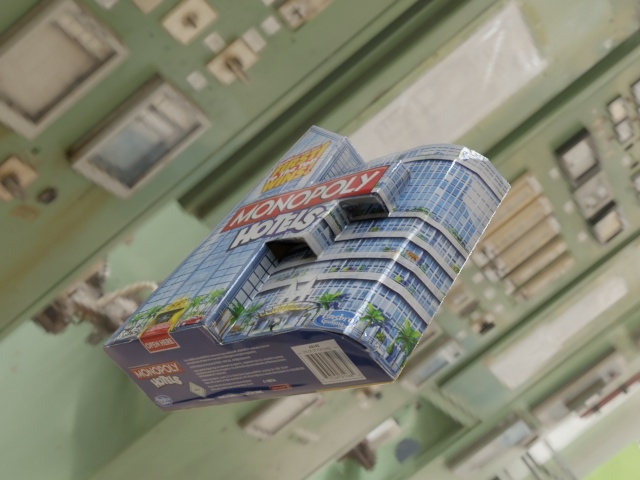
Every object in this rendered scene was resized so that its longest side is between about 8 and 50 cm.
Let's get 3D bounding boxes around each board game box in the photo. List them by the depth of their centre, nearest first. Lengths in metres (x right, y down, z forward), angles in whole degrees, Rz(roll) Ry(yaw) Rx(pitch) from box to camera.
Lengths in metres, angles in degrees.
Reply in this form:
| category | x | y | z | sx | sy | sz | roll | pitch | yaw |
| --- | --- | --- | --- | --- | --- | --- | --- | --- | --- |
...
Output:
| category | x | y | z | sx | sy | sz | roll | pitch | yaw |
| --- | --- | --- | --- | --- | --- | --- | --- | --- | --- |
| board game box | 0.000 | 0.000 | 0.629 | 0.060 | 0.194 | 0.194 | 51 | 50 | -21 |
